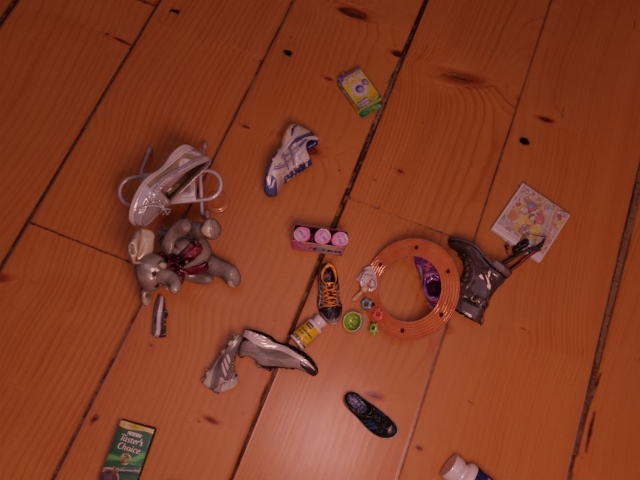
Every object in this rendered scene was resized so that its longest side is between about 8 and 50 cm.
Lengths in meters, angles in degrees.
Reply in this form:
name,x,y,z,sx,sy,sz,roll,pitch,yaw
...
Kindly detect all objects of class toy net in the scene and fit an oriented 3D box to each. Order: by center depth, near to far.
name,x,y,z,sx,sy,sz,roll,pitch,yaw
toy net,0.153,0.195,1.764,0.122,0.045,0.232,4,76,30

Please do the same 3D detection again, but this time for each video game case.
name,x,y,z,sx,sy,sz,roll,pitch,yaw
video game case,0.757,-0.065,1.913,0.206,0.026,0.227,36,75,7

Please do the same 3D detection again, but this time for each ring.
name,x,y,z,sx,sy,sz,roll,pitch,yaw
ring,0.294,0.159,1.733,0.337,0.032,0.336,-10,70,30

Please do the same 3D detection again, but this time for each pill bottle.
name,x,y,z,sx,sy,sz,roll,pitch,yaw
pill bottle,0.464,0.747,1.612,0.187,0.112,0.112,39,75,8
pill bottle,-0.038,0.297,1.737,0.116,0.065,0.065,-41,80,-14

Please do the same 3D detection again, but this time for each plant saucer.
name,x,y,z,sx,sy,sz,roll,pitch,yaw
plant saucer,-0.364,-0.137,1.871,0.084,0.013,0.083,1,74,-4

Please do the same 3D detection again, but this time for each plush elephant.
name,x,y,z,sx,sy,sz,roll,pitch,yaw
plush elephant,-0.465,0.074,1.671,0.330,0.271,0.255,16,47,26

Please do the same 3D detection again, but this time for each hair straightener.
name,x,y,z,sx,sy,sz,roll,pitch,yaw
hair straightener,0.683,0.042,1.847,0.230,0.047,0.089,-35,83,0

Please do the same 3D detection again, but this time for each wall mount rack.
name,x,y,z,sx,sy,sz,roll,pitch,yaw
wall mount rack,-0.503,-0.211,1.825,0.351,0.130,0.303,-5,78,-1

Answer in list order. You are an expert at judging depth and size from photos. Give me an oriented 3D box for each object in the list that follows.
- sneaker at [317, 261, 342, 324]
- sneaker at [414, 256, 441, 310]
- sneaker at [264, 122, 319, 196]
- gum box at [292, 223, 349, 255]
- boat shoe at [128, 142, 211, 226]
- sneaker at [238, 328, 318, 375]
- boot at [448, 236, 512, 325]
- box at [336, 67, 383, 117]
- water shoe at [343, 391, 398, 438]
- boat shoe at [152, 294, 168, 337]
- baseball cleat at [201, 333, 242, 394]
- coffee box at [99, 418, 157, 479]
name,x,y,z,sx,sy,sz,roll,pitch,yaw
sneaker,0.028,0.173,1.769,0.084,0.083,0.214,-7,75,-7
sneaker,0.373,0.116,1.779,0.095,0.104,0.236,-19,65,15
sneaker,-0.100,-0.277,1.878,0.131,0.112,0.296,22,74,3
gum box,0.000,0.000,1.804,0.189,0.107,0.062,8,73,-1
boat shoe,-0.481,-0.168,1.685,0.103,0.118,0.320,30,69,15
sneaker,-0.135,0.377,1.699,0.272,0.100,0.107,21,83,9
boot,0.492,0.135,1.803,0.263,0.091,0.229,37,88,26
box,0.152,-0.558,2.013,0.105,0.043,0.179,-31,79,-11
water shoe,0.158,0.555,1.665,0.203,0.080,0.073,34,75,7
boat shoe,-0.521,0.250,1.735,0.040,0.049,0.142,17,61,-35
baseball cleat,-0.285,0.394,1.678,0.109,0.072,0.205,36,102,-2
coffee box,-0.584,0.649,1.611,0.113,0.040,0.184,17,73,2
